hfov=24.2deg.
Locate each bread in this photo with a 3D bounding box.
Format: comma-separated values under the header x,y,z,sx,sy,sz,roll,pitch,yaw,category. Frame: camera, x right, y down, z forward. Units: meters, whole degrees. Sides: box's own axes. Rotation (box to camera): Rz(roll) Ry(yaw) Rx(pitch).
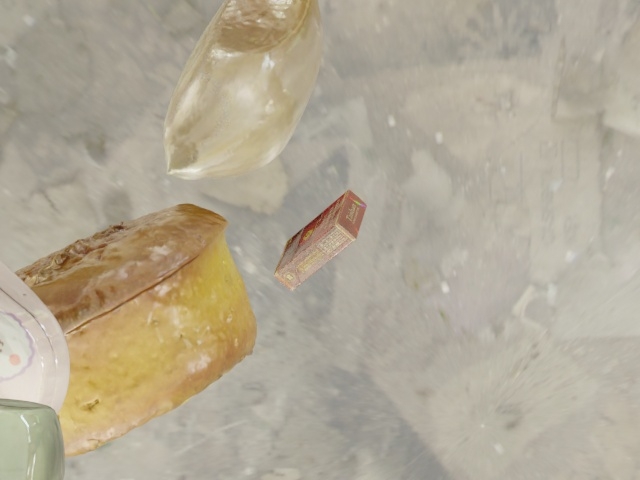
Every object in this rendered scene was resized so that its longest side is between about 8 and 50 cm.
x,y,z,sx,sy,sz,roll,pitch,yaw,category
-0.206,0.084,1.404,0.312,0.312,0.172,-27,97,2,bread

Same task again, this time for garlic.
x,y,z,sx,sy,sz,roll,pitch,yaw,category
-0.070,-0.185,1.633,0.143,0.112,0.318,33,51,-15,garlic

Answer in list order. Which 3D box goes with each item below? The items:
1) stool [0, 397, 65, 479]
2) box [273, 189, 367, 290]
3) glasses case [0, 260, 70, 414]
x,y,z,sx,sy,sz,roll,pitch,yaw,category
-0.199,0.130,0.425,0.195,0.195,0.199,2,87,49,stool
0.000,0.000,1.227,0.023,0.051,0.082,42,124,-14,box
-0.296,0.032,1.065,0.297,0.075,0.113,36,124,21,glasses case
